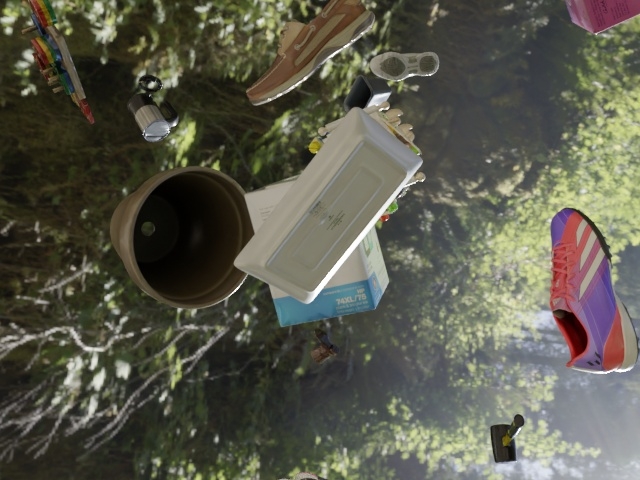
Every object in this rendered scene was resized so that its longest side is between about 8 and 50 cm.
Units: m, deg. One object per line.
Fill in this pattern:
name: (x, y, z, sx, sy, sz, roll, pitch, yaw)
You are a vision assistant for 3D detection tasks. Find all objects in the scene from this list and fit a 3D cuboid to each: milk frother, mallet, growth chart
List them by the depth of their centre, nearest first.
mallet: (0.292, 0.291, 0.958, 0.189, 0.039, 0.062, 78, 9, -53)
growth chart: (0.093, -0.164, 1.113, 0.021, 0.172, 0.237, 77, -5, -49)
milk frother: (-0.507, -0.400, 1.856, 0.134, 0.129, 0.143, 54, -11, 27)

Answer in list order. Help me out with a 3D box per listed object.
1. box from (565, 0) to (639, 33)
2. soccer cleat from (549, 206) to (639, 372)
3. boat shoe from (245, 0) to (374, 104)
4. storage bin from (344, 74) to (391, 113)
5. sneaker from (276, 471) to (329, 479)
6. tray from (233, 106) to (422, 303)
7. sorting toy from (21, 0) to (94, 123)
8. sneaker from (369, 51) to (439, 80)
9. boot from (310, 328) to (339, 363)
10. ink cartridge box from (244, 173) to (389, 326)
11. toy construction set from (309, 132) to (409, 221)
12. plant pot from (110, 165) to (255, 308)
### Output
box: (0.564, -0.563, 1.274, 0.117, 0.213, 0.243, -21, -161, 21)
soccer cleat: (0.459, 0.080, 1.108, 0.108, 0.116, 0.318, 105, -21, -62)
boat shoe: (-0.038, -0.417, 1.336, 0.324, 0.116, 0.123, -38, -168, 0)
storage bin: (0.141, -0.425, 1.827, 0.098, 0.091, 0.135, 63, -34, 22)
sneaker: (-0.044, 0.593, 1.438, 0.178, 0.072, 0.077, -39, -147, 45)
tray: (0.017, -0.034, 0.843, 0.270, 0.145, 0.030, -52, -147, 10)
sorting toy: (-0.475, -0.321, 1.086, 0.132, 0.046, 0.274, 50, -22, 27)
sneaker: (0.261, -0.568, 2.015, 0.115, 0.232, 0.090, -139, -133, -66)
boot: (-0.007, 0.332, 1.931, 0.037, 0.106, 0.114, -43, -177, -40)
ink cartridge box: (0.000, 0.000, 1.234, 0.198, 0.197, 0.270, -42, 118, -71)
toy construction set: (0.130, -0.185, 1.762, 0.215, 0.327, 0.151, -19, -153, 34)
plant pot: (-0.355, -0.018, 1.474, 0.280, 0.323, 0.323, 9, -92, 50)
